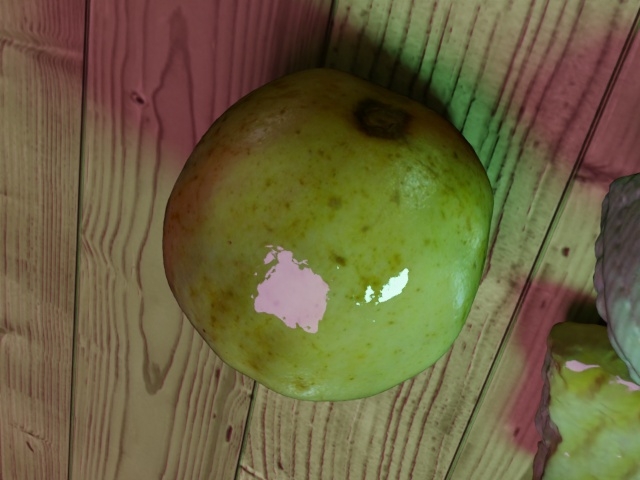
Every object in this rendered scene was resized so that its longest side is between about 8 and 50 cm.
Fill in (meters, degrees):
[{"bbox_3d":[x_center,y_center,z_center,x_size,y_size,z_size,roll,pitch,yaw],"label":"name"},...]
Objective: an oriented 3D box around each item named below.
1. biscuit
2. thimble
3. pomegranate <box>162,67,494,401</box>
[{"bbox_3d":[0.298,0.196,1.470,0.213,0.091,0.274,26,140,17],"label":"biscuit"},{"bbox_3d":[0.320,0.028,1.183,0.219,0.219,0.150,48,141,-16],"label":"thimble"},{"bbox_3d":[0.011,-0.008,1.335,0.307,0.307,0.307,20,140,18],"label":"pomegranate"}]
